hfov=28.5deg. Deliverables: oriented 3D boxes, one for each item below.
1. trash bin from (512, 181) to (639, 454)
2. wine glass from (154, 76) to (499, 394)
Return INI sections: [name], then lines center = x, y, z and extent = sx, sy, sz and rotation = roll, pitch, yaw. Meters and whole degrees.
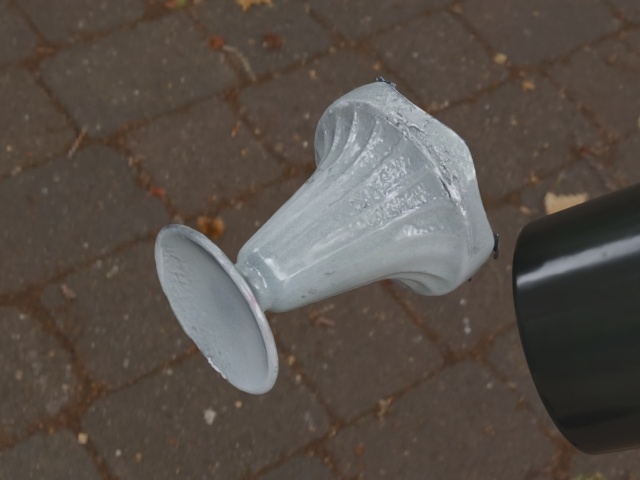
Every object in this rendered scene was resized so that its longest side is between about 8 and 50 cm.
[trash bin]
center = 0.311, 0.022, 0.822
extent = 0.333, 0.214, 0.214
rotation = -16, 39, 31
[wine glass]
center = 0.000, 0.000, 0.869
extent = 0.196, 0.165, 0.165
rotation = -31, 64, -30
